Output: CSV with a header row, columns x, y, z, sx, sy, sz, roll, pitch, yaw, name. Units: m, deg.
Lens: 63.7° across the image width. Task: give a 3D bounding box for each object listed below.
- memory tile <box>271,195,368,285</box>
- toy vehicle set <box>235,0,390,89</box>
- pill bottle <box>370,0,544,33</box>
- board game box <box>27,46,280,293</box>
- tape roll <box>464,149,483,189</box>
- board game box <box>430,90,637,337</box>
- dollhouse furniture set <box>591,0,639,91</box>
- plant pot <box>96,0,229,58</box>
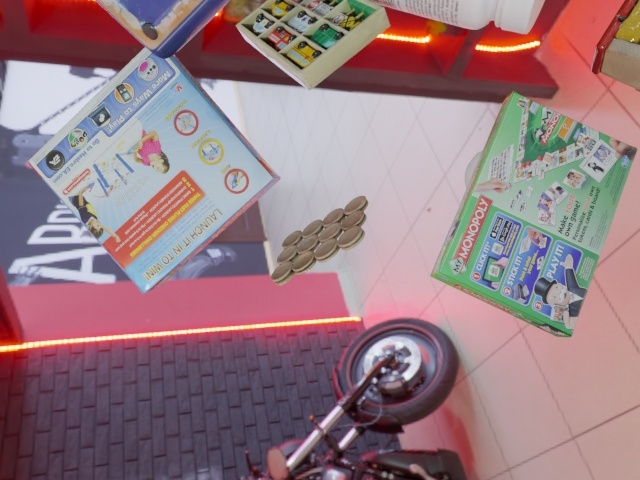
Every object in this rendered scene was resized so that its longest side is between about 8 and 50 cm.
x,y,z,sx,sy,sz,roll,pitch,yaw,name
0.000,0.000,0.694,0.148,0.012,0.113,-27,27,24,memory tile
-0.023,-0.367,0.880,0.267,0.166,0.035,49,178,42,toy vehicle set
0.204,-0.421,0.790,0.283,0.160,0.160,25,125,18,pill bottle
-0.283,-0.123,0.898,0.302,0.308,0.086,50,-173,-2,board game box
0.501,-0.118,1.313,0.169,0.246,0.246,62,-175,-46,tape roll
0.326,-0.044,0.782,0.046,0.213,0.317,105,-169,-78,board game box
0.388,-0.331,0.543,0.152,0.201,0.374,35,98,24,dollhouse furniture set
-0.172,-0.370,0.582,0.235,0.236,0.212,-21,39,39,plant pot
